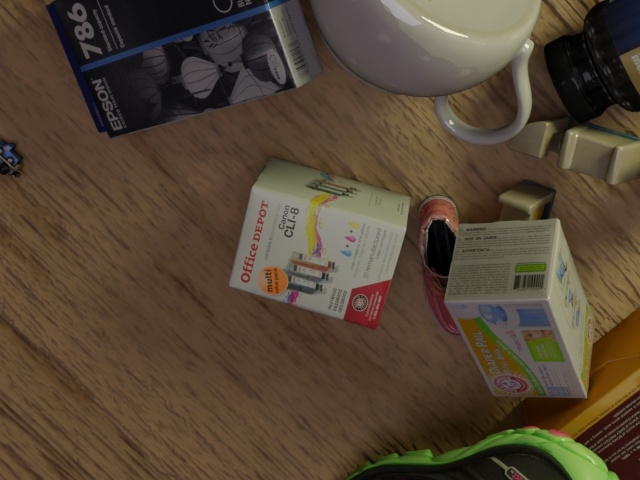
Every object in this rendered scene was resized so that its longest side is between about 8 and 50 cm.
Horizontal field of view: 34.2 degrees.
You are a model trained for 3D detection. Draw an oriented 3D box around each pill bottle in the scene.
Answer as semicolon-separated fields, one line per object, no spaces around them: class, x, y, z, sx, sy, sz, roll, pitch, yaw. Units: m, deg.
pill bottle;0.347;-0.206;1.058;0.219;0.123;0.123;-25;105;27

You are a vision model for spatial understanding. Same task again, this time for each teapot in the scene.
teapot;0.088;-0.237;1.056;0.252;0.256;0.187;2;154;-27

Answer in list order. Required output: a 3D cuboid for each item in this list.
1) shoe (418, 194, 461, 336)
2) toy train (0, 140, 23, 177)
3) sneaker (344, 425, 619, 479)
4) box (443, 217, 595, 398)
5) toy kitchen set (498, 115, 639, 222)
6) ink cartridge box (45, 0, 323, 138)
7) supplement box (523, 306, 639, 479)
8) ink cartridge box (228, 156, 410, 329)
shoe;0.145;0.041;1.198;0.063;0.081;0.178;-9;107;10
toy train;-0.412;-0.137;1.236;0.036;0.027;0.158;-44;98;7
sneaker;0.123;0.356;1.191;0.185;0.202;0.483;44;138;-7
box;0.222;0.079;1.131;0.114;0.103;0.203;-3;142;27
toy kitchen set;0.312;-0.037;1.133;0.207;0.122;0.166;24;115;32
ink cartridge box;-0.168;-0.208;1.097;0.332;0.065;0.165;-10;109;36
supplement box;0.374;0.224;1.207;0.194;0.129;0.191;44;108;-8
ink cartridge box;0.000;0.000;1.177;0.176;0.127;0.128;16;110;2
